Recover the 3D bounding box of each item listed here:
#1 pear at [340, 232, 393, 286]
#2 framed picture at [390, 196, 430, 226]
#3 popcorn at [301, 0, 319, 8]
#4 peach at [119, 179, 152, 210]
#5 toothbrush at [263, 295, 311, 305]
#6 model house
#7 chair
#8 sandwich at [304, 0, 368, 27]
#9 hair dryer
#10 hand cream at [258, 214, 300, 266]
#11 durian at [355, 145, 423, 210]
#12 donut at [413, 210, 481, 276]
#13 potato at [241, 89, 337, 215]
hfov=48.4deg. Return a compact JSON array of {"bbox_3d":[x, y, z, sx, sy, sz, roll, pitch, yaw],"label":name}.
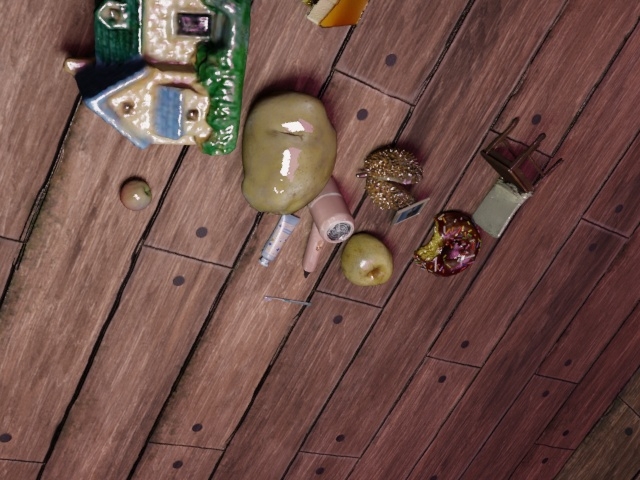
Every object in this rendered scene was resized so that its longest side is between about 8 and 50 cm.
[{"bbox_3d":[0.142,0.062,2.179,0.167,0.137,0.167,-12,127,-16],"label":"pear"},{"bbox_3d":[0.270,-0.086,2.162,0.109,0.011,0.149,-25,169,-8],"label":"framed picture"},{"bbox_3d":[-0.006,-0.602,1.742,0.083,0.059,0.068,-27,98,22],"label":"popcorn"},{"bbox_3d":[-0.476,-0.116,1.829,0.083,0.083,0.083,-11,123,-17],"label":"peach"},{"bbox_3d":[-0.102,0.191,2.226,0.167,0.011,0.014,11,120,-29],"label":"toothbrush"},{"bbox_3d":[-0.365,-0.413,1.540,0.342,0.335,0.382,0,118,-25],"label":"model house"},{"bbox_3d":[0.573,-0.192,2.199,0.319,0.160,0.186,-48,129,6],"label":"chair"},{"bbox_3d":[0.055,-0.578,1.754,0.193,0.058,0.162,-53,162,-3],"label":"sandwich"},{"bbox_3d":[0.000,0.000,2.069,0.106,0.189,0.344,-5,136,-21],"label":"hair dryer"},{"bbox_3d":[-0.126,-0.002,2.078,0.065,0.043,0.171,22,104,-38],"label":"hand cream"},{"bbox_3d":[0.196,-0.180,2.056,0.195,0.167,0.196,-1,98,-9],"label":"durian"},{"bbox_3d":[0.421,0.025,2.302,0.216,0.096,0.230,28,105,-34],"label":"donut"},{"bbox_3d":[-0.082,-0.226,1.847,0.243,0.221,0.327,-7,110,-30],"label":"potato"}]
